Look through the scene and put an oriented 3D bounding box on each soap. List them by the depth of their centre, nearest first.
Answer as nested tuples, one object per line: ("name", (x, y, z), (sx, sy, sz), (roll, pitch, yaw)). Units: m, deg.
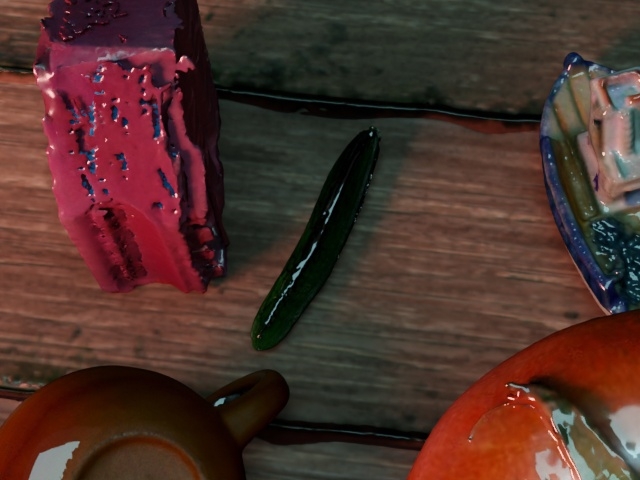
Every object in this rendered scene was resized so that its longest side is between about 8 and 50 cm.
("soap", (-0.116, -0.077, 0.960), (0.099, 0.250, 0.162), (1, 69, 2))

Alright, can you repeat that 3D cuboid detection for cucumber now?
("cucumber", (0.000, 0.000, 1.042), (0.036, 0.033, 0.184), (32, 74, -13))

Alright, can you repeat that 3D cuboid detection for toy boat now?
("toy boat", (0.221, -0.028, 0.995), (0.114, 0.115, 0.262), (-17, 71, -2))

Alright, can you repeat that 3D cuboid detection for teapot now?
("teapot", (-0.128, 0.159, 0.953), (0.252, 0.135, 0.178), (-35, 107, -27))

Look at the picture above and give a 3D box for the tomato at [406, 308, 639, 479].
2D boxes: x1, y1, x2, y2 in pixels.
("tomato", (0.204, 0.215, 0.837), (0.341, 0.273, 0.341), (-4, 74, 14))
